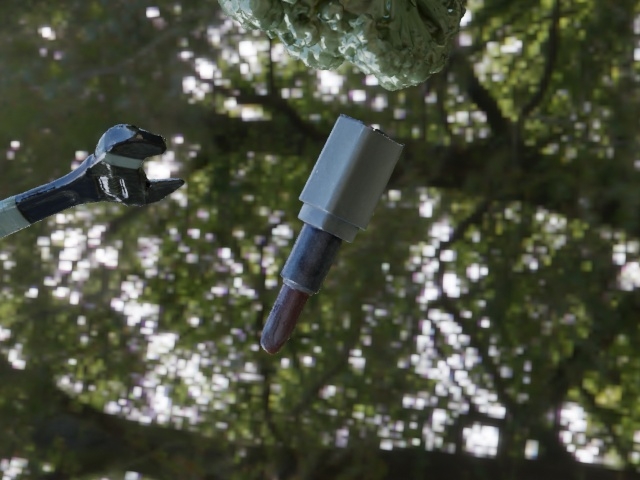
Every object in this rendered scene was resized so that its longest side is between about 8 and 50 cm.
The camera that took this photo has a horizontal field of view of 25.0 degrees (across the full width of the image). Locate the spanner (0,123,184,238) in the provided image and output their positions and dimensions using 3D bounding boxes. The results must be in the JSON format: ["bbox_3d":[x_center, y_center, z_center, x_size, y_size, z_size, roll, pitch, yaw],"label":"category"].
[{"bbox_3d":[-0.263,-0.021,1.276,0.087,0.316,0.024,48,-152,-45],"label":"spanner"}]

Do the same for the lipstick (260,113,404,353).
[{"bbox_3d":[0.000,0.000,0.626,0.025,0.025,0.107,24,-89,-38],"label":"lipstick"}]

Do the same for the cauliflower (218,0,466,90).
[{"bbox_3d":[0.006,-0.288,1.285,0.260,0.327,0.281,-41,-14,-10],"label":"cauliflower"}]
